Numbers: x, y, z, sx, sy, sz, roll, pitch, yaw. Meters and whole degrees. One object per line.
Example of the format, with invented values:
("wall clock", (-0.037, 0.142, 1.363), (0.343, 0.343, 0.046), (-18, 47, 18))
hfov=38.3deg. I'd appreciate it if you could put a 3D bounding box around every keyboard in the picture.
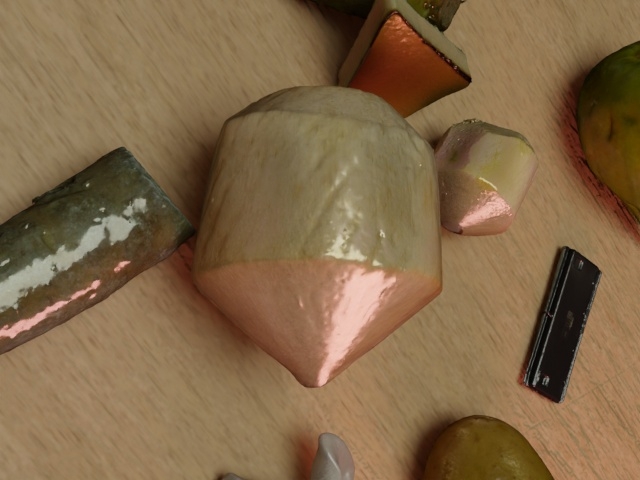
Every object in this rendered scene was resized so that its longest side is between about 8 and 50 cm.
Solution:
("keyboard", (0.366, 0.126, 1.399), (0.093, 0.025, 0.230), (31, 71, -29))

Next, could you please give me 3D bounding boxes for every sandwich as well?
("sandwich", (0.079, -0.222, 1.169), (0.193, 0.162, 0.058), (28, 45, -49))

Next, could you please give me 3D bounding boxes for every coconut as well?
("coconut", (0.000, 0.000, 1.016), (0.328, 0.328, 0.329), (2, 86, -33))
("coconut", (0.208, -0.075, 1.241), (0.147, 0.147, 0.153), (45, 64, -22))

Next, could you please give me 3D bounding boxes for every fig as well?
("fig", (0.525, -0.151, 1.399), (0.233, 0.233, 0.314), (-27, 93, -31))

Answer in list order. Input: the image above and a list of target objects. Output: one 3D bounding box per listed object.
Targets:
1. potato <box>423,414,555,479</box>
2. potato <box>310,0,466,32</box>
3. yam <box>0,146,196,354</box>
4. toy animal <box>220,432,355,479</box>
("potato", (0.217, 0.311, 1.222), (0.203, 0.178, 0.158), (-12, 77, -9))
("potato", (0.074, -0.338, 1.175), (0.251, 0.149, 0.113), (12, 115, -17))
("yam", (-0.279, 0.020, 0.937), (0.330, 0.133, 0.133), (-35, 105, -26))
("toy animal", (-0.002, 0.407, 1.076), (0.208, 0.154, 0.325), (-21, 77, -11))
